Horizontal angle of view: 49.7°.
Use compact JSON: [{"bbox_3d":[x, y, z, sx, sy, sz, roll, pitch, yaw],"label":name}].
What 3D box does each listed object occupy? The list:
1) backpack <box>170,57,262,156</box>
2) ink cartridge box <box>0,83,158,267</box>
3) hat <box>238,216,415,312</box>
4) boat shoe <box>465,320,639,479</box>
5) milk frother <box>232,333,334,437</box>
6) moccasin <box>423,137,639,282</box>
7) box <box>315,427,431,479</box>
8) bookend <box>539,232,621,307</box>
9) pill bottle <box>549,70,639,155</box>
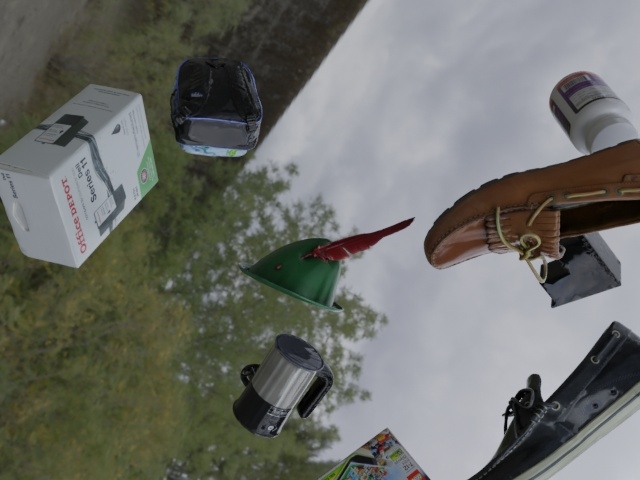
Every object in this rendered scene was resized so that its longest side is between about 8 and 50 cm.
[{"bbox_3d":[-0.128,-0.159,0.824,0.084,0.105,0.114,114,-29,-51],"label":"backpack"},{"bbox_3d":[-0.312,-0.088,0.910,0.208,0.086,0.153,-61,159,-45],"label":"ink cartridge box"},{"bbox_3d":[0.000,0.000,1.095,0.173,0.208,0.184,-141,-105,-80],"label":"hat"},{"bbox_3d":[0.401,0.325,1.232,0.500,0.156,0.187,-36,159,-6],"label":"boat shoe"},{"bbox_3d":[-0.067,0.201,1.059,0.143,0.129,0.135,45,-70,35],"label":"milk frother"},{"bbox_3d":[0.348,-0.027,1.073,0.139,0.380,0.147,63,13,-57],"label":"moccasin"},{"bbox_3d":[0.064,0.407,1.112,0.207,0.114,0.036,-30,150,-24],"label":"box"},{"bbox_3d":[0.513,0.045,1.435,0.157,0.156,0.072,-28,-155,38],"label":"bookend"},{"bbox_3d":[0.480,-0.212,1.210,0.108,0.108,0.193,-55,-159,30],"label":"pill bottle"}]
